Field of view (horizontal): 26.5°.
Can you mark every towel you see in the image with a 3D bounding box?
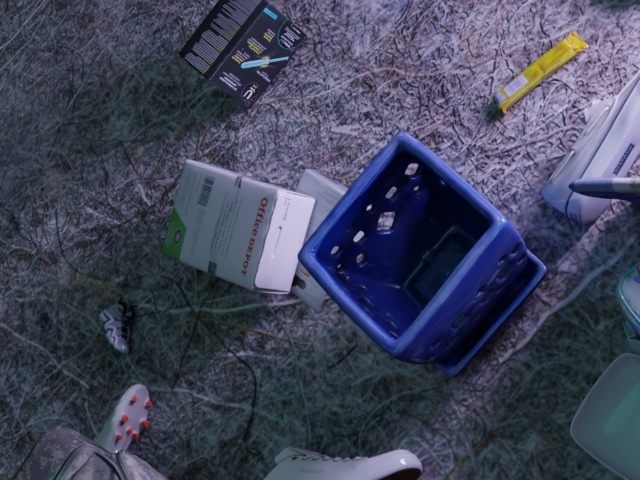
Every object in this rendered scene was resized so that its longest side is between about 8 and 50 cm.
[{"bbox_3d":[0.479,-0.059,1.681,0.285,0.209,0.034,2,91,35],"label":"towel"}]

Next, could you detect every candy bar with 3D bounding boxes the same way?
[{"bbox_3d":[0.317,-0.244,1.981,0.161,0.018,0.040,-39,50,14],"label":"candy bar"}]

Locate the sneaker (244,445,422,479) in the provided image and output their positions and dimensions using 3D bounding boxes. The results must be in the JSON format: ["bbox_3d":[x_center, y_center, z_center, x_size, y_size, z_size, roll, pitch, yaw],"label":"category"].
[{"bbox_3d":[0.002,0.325,1.888,0.290,0.106,0.123,-26,60,24],"label":"sneaker"}]

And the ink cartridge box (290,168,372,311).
[{"bbox_3d":[0.000,0.000,2.086,0.145,0.045,0.179,35,110,38],"label":"ink cartridge box"}]

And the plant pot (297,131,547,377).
[{"bbox_3d":[0.152,0.033,1.848,0.236,0.212,0.236,-50,51,6],"label":"plant pot"}]

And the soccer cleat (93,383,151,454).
[{"bbox_3d":[-0.329,0.316,2.141,0.076,0.068,0.196,13,81,40],"label":"soccer cleat"}]

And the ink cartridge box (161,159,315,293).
[{"bbox_3d":[-0.130,-0.021,2.108,0.219,0.093,0.160,20,97,40],"label":"ink cartridge box"}]

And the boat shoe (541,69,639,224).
[{"bbox_3d":[0.396,-0.152,1.847,0.088,0.096,0.267,34,99,34],"label":"boat shoe"}]

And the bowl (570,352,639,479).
[{"bbox_3d":[0.402,0.227,1.699,0.142,0.053,0.142,36,93,38],"label":"bowl"}]

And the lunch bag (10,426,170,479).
[{"bbox_3d":[-0.268,0.426,1.897,0.256,0.305,0.212,18,69,45],"label":"lunch bag"}]

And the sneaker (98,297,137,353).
[{"bbox_3d":[-0.322,0.134,2.230,0.069,0.038,0.098,-43,53,12],"label":"sneaker"}]

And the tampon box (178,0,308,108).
[{"bbox_3d":[-0.129,-0.324,2.247,0.161,0.120,0.101,-51,52,5],"label":"tampon box"}]

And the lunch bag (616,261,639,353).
[{"bbox_3d":[0.498,0.108,1.627,0.224,0.108,0.279,-35,51,-1],"label":"lunch bag"}]
